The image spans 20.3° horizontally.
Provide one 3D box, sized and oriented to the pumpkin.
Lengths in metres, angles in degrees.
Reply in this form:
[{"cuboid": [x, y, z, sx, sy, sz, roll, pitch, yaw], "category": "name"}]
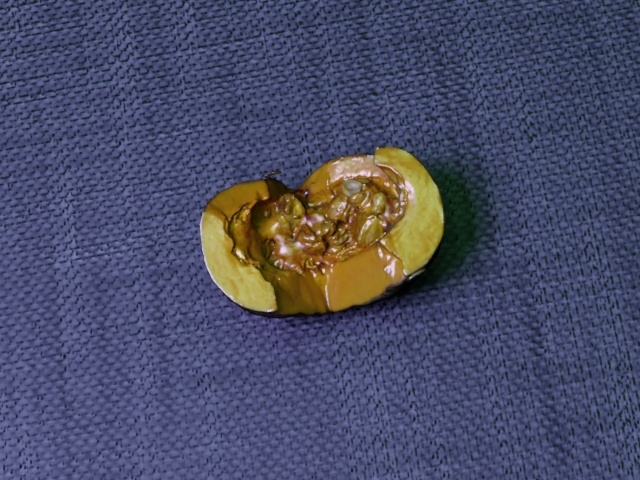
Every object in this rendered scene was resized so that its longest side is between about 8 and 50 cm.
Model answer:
[{"cuboid": [0.000, 0.000, 1.370, 0.184, 0.107, 0.119, -11, 75, -5], "category": "pumpkin"}]
